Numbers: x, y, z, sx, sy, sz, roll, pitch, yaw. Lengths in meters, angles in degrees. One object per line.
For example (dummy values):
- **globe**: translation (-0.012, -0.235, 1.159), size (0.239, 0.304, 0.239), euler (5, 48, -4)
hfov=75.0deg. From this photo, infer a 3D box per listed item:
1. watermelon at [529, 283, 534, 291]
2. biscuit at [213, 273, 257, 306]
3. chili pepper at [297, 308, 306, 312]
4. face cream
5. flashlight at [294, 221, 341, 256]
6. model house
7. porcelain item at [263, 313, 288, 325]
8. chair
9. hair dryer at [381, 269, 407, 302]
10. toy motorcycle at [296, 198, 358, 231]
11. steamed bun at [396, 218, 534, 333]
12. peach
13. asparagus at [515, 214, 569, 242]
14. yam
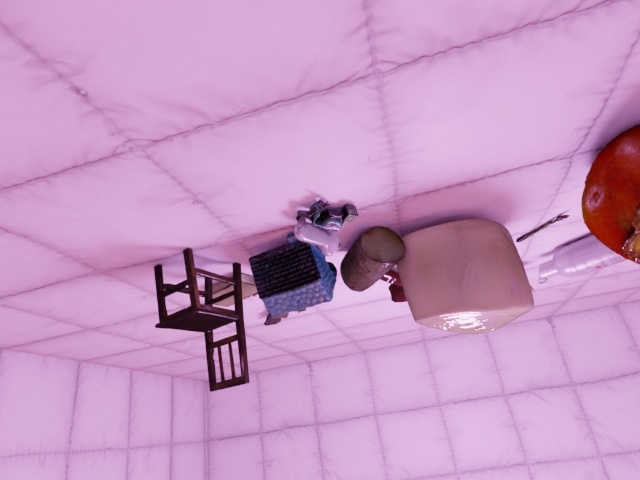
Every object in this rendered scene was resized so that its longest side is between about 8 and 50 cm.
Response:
- **watermelon**: translation (0.820, 0.194, 1.965), size (0.303, 0.159, 0.128), euler (-15, 125, 15)
- **biscuit**: translation (-0.353, 0.202, 1.679), size (0.252, 0.052, 0.150), euler (-27, 146, 31)
- **chili pepper**: translation (-0.092, 0.353, 2.122), size (0.030, 0.017, 0.083), euler (10, 150, -32)
- **face cream**: translation (1.093, 0.076, 1.772), size (0.145, 0.145, 0.369), euler (13, 148, -38)
- **flashlight**: translation (-0.010, -0.011, 1.293), size (0.047, 0.093, 0.200), euler (11, 173, 41)
- **model house**: translation (-0.109, 0.093, 1.417), size (0.261, 0.226, 0.241), euler (-20, 115, 17)
- **porcelain item**: translation (-0.230, 0.387, 2.087), size (0.081, 0.069, 0.216), euler (0, 153, -27)
- **chair**: translation (-0.396, 0.271, 1.377), size (0.203, 0.416, 0.240), euler (-24, 152, 28)
- **hair dryer**: translation (0.330, 0.128, 1.723), size (0.340, 0.123, 0.312), euler (22, 132, -30)
- **toy motorcycle**: translation (0.014, -0.075, 1.206), size (0.173, 0.058, 0.100), euler (8, 143, -33)
- **steamed bun**: translation (0.502, 0.118, 1.406), size (0.455, 0.371, 0.290), euler (-1, 153, -24)
- **peach**: translation (0.849, -0.118, 1.046), size (0.339, 0.353, 0.416), euler (-35, 172, 13)
- **asparagus**: translation (0.834, -0.045, 1.575), size (0.023, 0.022, 0.233), euler (42, 146, -1)
- **yam**: translation (0.169, 0.065, 1.431), size (0.161, 0.161, 0.268), euler (-1, 153, -17)
